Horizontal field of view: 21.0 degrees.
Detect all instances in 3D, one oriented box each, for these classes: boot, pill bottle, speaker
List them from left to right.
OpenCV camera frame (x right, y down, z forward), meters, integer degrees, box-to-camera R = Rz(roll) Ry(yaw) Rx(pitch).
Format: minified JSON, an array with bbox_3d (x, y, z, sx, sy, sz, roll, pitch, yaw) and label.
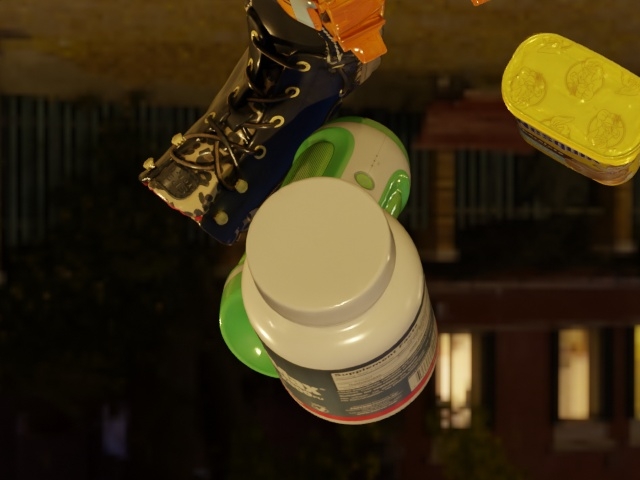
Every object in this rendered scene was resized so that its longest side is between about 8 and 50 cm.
[{"bbox_3d":[-0.069,-0.146,1.819,0.138,0.284,0.377,38,178,7],"label":"boot"},{"bbox_3d":[0.000,0.000,1.661,0.131,0.131,0.296,1,-146,19],"label":"speaker"},{"bbox_3d":[0.010,0.034,1.025,0.108,0.108,0.180,0,157,9],"label":"pill bottle"}]

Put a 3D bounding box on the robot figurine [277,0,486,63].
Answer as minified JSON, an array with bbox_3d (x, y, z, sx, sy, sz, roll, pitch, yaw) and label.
[{"bbox_3d":[0.026,-0.256,1.402,0.211,0.085,0.291,-26,-145,-4],"label":"robot figurine"}]

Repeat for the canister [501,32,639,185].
[{"bbox_3d":[0.218,-0.105,1.446,0.126,0.073,0.170,30,179,12],"label":"canister"}]
